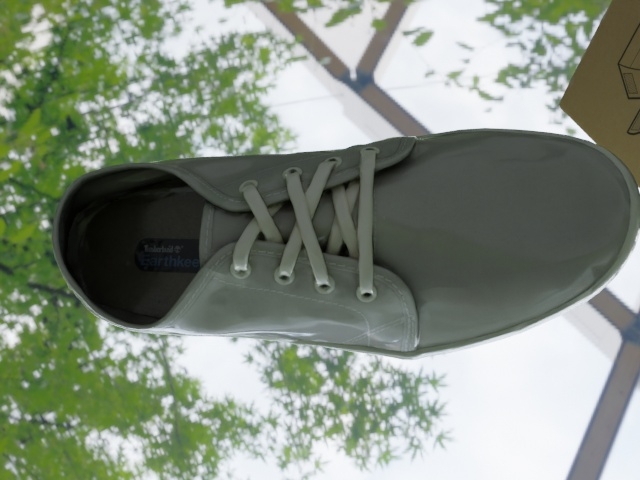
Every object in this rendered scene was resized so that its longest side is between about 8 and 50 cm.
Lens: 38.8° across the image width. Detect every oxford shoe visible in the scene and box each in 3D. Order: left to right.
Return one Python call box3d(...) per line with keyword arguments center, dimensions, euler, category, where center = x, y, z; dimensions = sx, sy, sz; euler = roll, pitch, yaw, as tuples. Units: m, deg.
box3d(center=(0.000, 0.000, 0.662), dimensions=(0.449, 0.130, 0.169), euler=(-3, -103, 15), category="oxford shoe")

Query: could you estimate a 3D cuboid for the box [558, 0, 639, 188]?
box3d(center=(0.273, -0.121, 0.689), dimensions=(0.021, 0.164, 0.201), euler=(3, -143, -26), category="box")
